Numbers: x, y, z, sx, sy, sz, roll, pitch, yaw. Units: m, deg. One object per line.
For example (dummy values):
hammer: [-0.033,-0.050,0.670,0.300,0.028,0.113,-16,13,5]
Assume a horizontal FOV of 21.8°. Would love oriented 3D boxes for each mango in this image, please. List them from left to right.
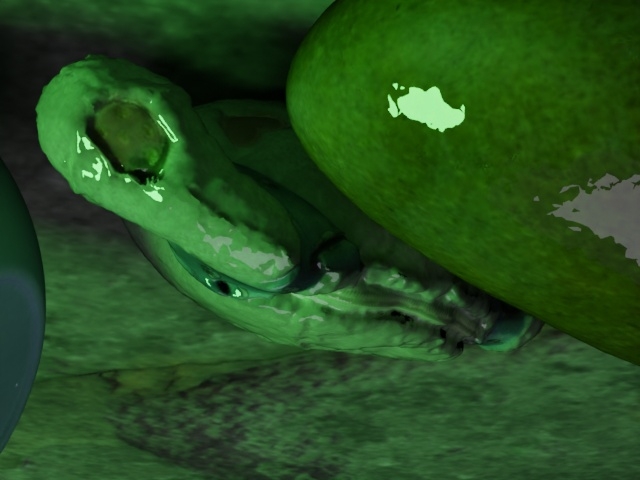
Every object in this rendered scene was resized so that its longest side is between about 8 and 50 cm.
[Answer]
mango: [0.123,-0.017,0.439,0.267,0.111,0.133,6,157,-8]

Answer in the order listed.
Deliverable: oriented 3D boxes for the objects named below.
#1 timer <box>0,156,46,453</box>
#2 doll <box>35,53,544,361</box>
timer: [-0.207,0.020,0.479,0.255,0.175,0.175,-1,156,6]
doll: [0.000,0.000,0.506,0.103,0.072,0.214,36,-172,39]
